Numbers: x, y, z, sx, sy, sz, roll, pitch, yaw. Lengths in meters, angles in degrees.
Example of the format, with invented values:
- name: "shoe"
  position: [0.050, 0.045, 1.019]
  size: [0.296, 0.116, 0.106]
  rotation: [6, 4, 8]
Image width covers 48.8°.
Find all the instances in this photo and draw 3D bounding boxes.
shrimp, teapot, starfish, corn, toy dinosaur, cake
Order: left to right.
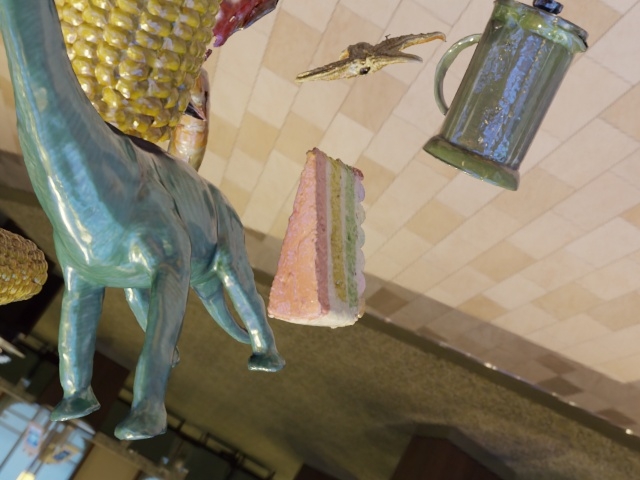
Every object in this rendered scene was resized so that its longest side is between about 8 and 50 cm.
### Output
- name: "corn"
  position: [-0.370, 0.024, 0.681]
  size: [0.101, 0.101, 0.310]
  rotation: [26, -175, 7]
- name: "toy dinosaur"
  position: [-0.114, -0.060, 0.479]
  size: [0.129, 0.331, 0.383]
  rotation: [-6, -179, 10]
- name: "corn"
  position: [-0.120, -0.261, 0.525]
  size: [0.143, 0.387, 0.144]
  rotation: [17, -164, -5]
- name: "shrimp"
  position: [-0.231, -0.168, 1.191]
  size: [0.062, 0.152, 0.287]
  rotation: [4, 130, -22]
- name: "cake"
  position: [0.016, 0.004, 0.900]
  size: [0.090, 0.225, 0.109]
  rotation: [15, -177, 41]
- name: "starfish"
  position: [0.079, -0.317, 1.211]
  size: [0.247, 0.138, 0.050]
  rotation: [-1, 120, 29]
- name: "teapot"
  position: [0.331, -0.295, 1.329]
  size: [0.200, 0.337, 0.270]
  rotation: [7, -157, -45]

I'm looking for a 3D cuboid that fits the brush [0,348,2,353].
- name: "brush"
  position: [-0.490, 0.095, 0.728]
  size: [0.296, 0.060, 0.068]
  rotation: [1, 176, -21]

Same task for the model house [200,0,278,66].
- name: "model house"
  position: [-0.187, -0.334, 0.742]
  size: [0.196, 0.160, 0.254]
  rotation: [43, 179, 34]

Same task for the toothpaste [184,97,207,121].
- name: "toothpaste"
  position: [-0.208, -0.202, 0.936]
  size: [0.071, 0.045, 0.193]
  rotation: [56, -167, 9]
